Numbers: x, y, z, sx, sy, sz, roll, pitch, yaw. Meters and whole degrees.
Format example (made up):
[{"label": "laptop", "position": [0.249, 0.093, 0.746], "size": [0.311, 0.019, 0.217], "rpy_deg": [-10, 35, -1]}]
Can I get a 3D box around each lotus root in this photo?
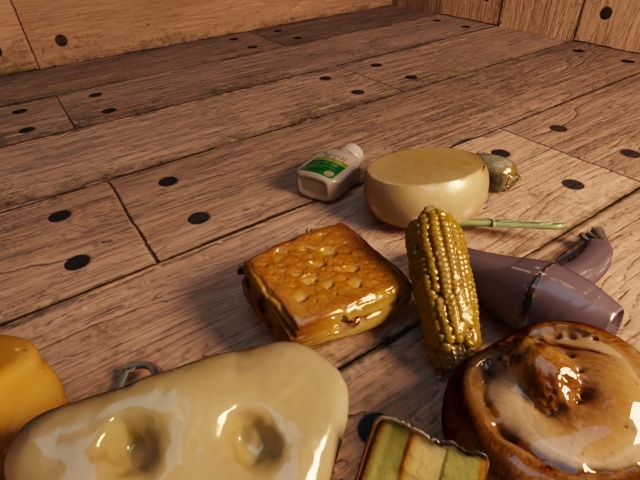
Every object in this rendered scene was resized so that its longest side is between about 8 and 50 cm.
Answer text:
[{"label": "lotus root", "position": [0.376, -0.161, 1.019], "size": [0.088, 0.088, 0.165], "rpy_deg": [-29, 35, -30]}]

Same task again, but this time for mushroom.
[{"label": "mushroom", "position": [0.263, 0.201, 0.490], "size": [0.253, 0.153, 0.253], "rpy_deg": [-8, 39, 7]}]

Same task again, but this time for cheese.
[{"label": "cheese", "position": [-0.073, 0.261, 0.429], "size": [0.329, 0.129, 0.351], "rpy_deg": [-22, 57, -34]}]

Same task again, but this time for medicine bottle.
[{"label": "medicine bottle", "position": [0.031, -0.165, 1.052], "size": [0.119, 0.069, 0.183], "rpy_deg": [19, 41, 29]}]

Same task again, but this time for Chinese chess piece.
[{"label": "Chinese chess piece", "position": [0.214, -0.114, 0.922], "size": [0.251, 0.097, 0.250], "rpy_deg": [-7, 28, 4]}]

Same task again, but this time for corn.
[{"label": "corn", "position": [0.182, 0.062, 0.669], "size": [0.097, 0.097, 0.261], "rpy_deg": [-3, 63, 0]}]

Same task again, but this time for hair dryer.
[{"label": "hair dryer", "position": [0.387, 0.040, 0.764], "size": [0.361, 0.121, 0.301], "rpy_deg": [-19, 31, -34]}]

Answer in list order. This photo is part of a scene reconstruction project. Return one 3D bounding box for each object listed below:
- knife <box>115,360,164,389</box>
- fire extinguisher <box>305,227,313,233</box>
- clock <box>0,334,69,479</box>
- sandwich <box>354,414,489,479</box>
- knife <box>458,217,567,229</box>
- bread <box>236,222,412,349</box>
[{"label": "knife", "position": [-0.155, 0.212, 0.589], "size": [0.278, 0.053, 0.123], "rpy_deg": [0, 43, 5]}, {"label": "fire extinguisher", "position": [0.000, 0.000, 0.874], "size": [0.083, 0.022, 0.028], "rpy_deg": [26, 82, 33]}, {"label": "clock", "position": [-0.412, 0.220, 0.456], "size": [0.244, 0.200, 0.317], "rpy_deg": [-2, 19, 1]}, {"label": "sandwich", "position": [0.066, 0.288, 0.399], "size": [0.117, 0.144, 0.187], "rpy_deg": [13, 40, 23]}, {"label": "knife", "position": [0.317, -0.035, 0.875], "size": [0.293, 0.019, 0.043], "rpy_deg": [4, 12, 24]}, {"label": "bread", "position": [0.004, 0.076, 0.721], "size": [0.235, 0.099, 0.210], "rpy_deg": [-20, 43, -30]}]
